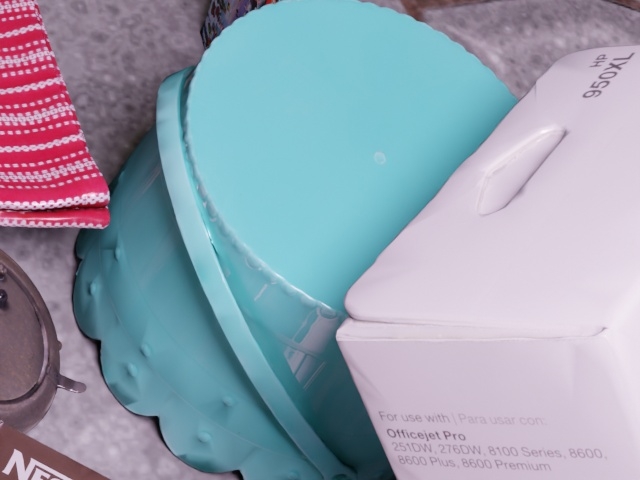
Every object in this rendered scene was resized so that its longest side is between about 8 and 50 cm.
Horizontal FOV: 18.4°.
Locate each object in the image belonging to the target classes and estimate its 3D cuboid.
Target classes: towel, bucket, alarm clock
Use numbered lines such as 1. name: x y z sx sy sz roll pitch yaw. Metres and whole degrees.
1. towel: -0.248 -0.104 1.210 0.199 0.031 0.275 2 39 -25
2. bucket: 0.000 0.000 1.202 0.281 0.183 0.281 13 52 -17
3. alarm clock: -0.219 0.047 1.100 0.192 0.064 0.129 36 40 -29

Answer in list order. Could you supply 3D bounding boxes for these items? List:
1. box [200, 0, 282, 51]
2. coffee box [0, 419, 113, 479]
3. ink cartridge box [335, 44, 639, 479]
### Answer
1. box: -0.043 -0.146 1.319 0.027 0.137 0.094 -5 58 -22
2. coffee box: -0.102 0.224 1.042 0.246 0.098 0.141 29 48 -4
3. ink cartridge box: 0.203 0.125 1.088 0.285 0.166 0.395 -48 124 -41
